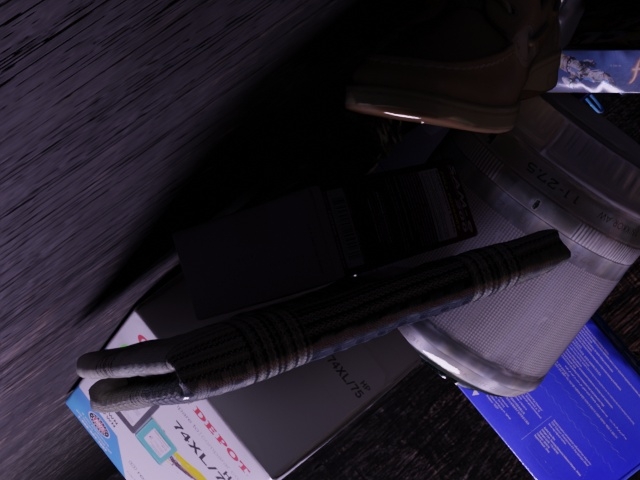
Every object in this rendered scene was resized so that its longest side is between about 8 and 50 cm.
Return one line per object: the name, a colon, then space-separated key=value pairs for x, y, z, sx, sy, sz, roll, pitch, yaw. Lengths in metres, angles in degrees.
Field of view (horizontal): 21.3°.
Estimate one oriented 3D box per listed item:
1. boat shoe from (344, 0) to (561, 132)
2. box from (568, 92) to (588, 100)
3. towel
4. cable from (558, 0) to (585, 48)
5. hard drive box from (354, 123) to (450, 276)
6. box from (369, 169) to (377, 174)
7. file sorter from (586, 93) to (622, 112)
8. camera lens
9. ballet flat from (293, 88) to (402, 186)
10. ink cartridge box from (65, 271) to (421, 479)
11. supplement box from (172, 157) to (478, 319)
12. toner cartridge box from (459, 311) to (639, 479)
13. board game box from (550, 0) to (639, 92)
boat shoe: x=0.096 y=-0.136 z=1.118 sx=0.302 sy=0.109 sz=0.098 roll=-30 pitch=130 yaw=-64
box: x=0.313 y=-0.241 z=1.790 sx=0.261 sy=0.103 sz=0.184 roll=-37 pitch=178 yaw=-29
towel: x=-0.013 y=0.058 z=1.286 sx=0.312 sy=0.056 sz=0.324 roll=-19 pitch=179 yaw=-21
cable: x=0.177 y=-0.215 z=1.355 sx=0.139 sy=0.072 sz=0.287 roll=-29 pitch=160 yaw=-23
hard drive box: x=0.078 y=-0.037 z=1.916 sx=0.181 sy=0.089 sz=0.232 roll=-36 pitch=175 yaw=-45
box: x=0.000 y=0.000 z=1.756 sx=0.137 sy=0.072 sz=0.126 roll=-44 pitch=175 yaw=38
file sorter: x=0.382 y=-0.241 z=2.335 sx=0.170 sy=0.104 sz=0.118 roll=-40 pitch=175 yaw=14
camera lens: x=0.184 y=-0.003 z=1.652 sx=0.274 sy=0.219 sz=0.219 roll=-55 pitch=172 yaw=15
ballet flat: x=0.029 y=-0.072 z=1.352 sx=0.084 sy=0.058 sz=0.250 roll=-38 pitch=175 yaw=-10
ink cartridge box: x=-0.079 y=0.131 z=1.597 sx=0.197 sy=0.198 sz=0.270 roll=-36 pitch=174 yaw=-31
supplement box: x=0.009 y=-0.005 z=1.317 sx=0.130 sy=0.073 sz=0.239 roll=-17 pitch=178 yaw=30
toner cartridge box: x=0.228 y=0.118 z=1.869 sx=0.165 sy=0.348 sz=0.075 roll=-40 pitch=176 yaw=12
board game box: x=0.271 y=-0.179 z=1.530 sx=0.243 sy=0.042 sz=0.165 roll=4 pitch=-153 yaw=37
